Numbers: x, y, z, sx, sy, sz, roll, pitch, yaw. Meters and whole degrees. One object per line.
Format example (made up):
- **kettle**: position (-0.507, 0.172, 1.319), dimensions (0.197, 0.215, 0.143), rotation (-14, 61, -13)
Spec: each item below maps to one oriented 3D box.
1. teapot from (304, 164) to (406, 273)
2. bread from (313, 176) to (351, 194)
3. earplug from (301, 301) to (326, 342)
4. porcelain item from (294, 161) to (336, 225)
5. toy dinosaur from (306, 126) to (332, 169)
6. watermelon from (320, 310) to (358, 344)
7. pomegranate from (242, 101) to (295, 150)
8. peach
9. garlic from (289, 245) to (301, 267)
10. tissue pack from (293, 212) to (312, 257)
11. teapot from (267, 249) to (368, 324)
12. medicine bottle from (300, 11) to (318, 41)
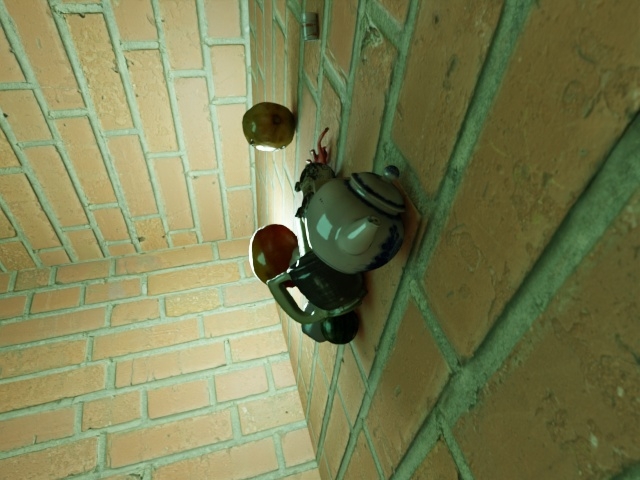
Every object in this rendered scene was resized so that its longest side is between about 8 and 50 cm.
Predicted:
- **teapot**: position (0.104, -0.067, 1.080), dimensions (0.280, 0.252, 0.424), rotation (-56, 6, 20)
- **bread**: position (0.038, -0.154, 1.426), dimensions (0.105, 0.152, 0.077), rotation (138, 123, -68)
- **earplug**: position (-0.008, 0.256, 1.800), dimensions (0.214, 0.175, 0.325), rotation (155, 106, -73)
- **porcelain item**: position (0.015, -0.147, 1.518), dimensions (0.138, 0.186, 0.288), rotation (-49, 33, 39)
- **toy dinosaur**: position (0.014, -0.285, 1.641), dimensions (0.138, 0.070, 0.286), rotation (66, 159, 17)
- **watermelon**: position (0.067, 0.287, 1.599), dimensions (0.141, 0.141, 0.187), rotation (141, 123, -74)
- **pomegranate**: position (-0.248, -0.550, 2.100), dimensions (0.260, 0.261, 0.260), rotation (171, 90, -76)
- **peach**: position (-0.232, 0.092, 2.352), dimensions (0.373, 0.290, 0.372), rotation (167, 90, -76)
- **garlic**: position (-0.071, 0.102, 2.038), dimensions (0.178, 0.143, 0.229), rotation (-140, 51, -72)
- **tissue pack**: position (0.000, 0.000, 1.640), dimensions (0.125, 0.159, 0.234), rotation (176, 86, -76)
- **teapot**: position (0.005, 0.154, 1.454), dimensions (0.239, 0.322, 0.239), rotation (62, 173, -5)
- **medicine bottle**: position (-0.039, -0.754, 1.541), dimensions (0.057, 0.057, 0.089), rotation (-133, 37, -66)
